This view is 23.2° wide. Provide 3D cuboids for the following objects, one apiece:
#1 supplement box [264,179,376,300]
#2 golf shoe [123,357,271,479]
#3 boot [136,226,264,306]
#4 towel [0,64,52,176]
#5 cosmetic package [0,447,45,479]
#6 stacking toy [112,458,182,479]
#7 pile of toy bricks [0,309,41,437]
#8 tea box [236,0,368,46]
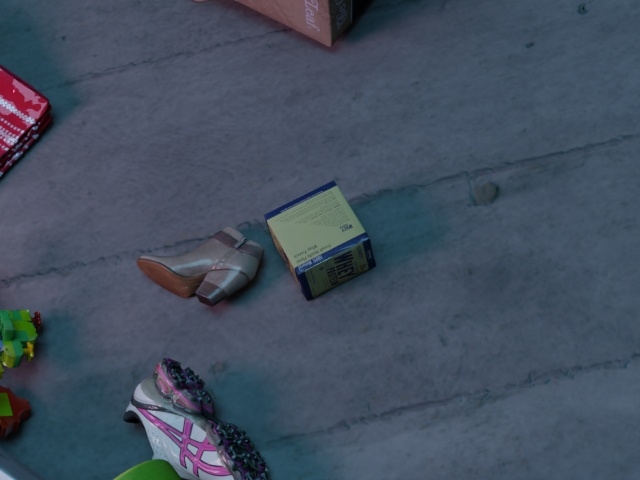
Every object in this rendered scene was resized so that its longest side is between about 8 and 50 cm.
[{"bbox_3d":[0.000,0.000,1.590,0.083,0.056,0.083,-27,58,-7],"label":"supplement box"},{"bbox_3d":[-0.116,0.203,1.491,0.086,0.067,0.186,-49,60,11],"label":"golf shoe"},{"bbox_3d":[-0.120,0.019,1.615,0.118,0.042,0.087,27,61,23],"label":"boot"},{"bbox_3d":[-0.453,-0.107,1.715,0.199,0.031,0.275,38,71,5],"label":"towel"},{"bbox_3d":[-0.374,0.274,1.408,0.224,0.138,0.224,32,83,20],"label":"cosmetic package"},{"bbox_3d":[-0.168,0.335,1.294,0.309,0.279,0.130,-42,70,-16],"label":"stacking toy"},{"bbox_3d":[-0.333,0.091,1.581,0.105,0.118,0.212,0,42,-27],"label":"pile of toy bricks"},{"bbox_3d":[0.003,-0.455,1.693,0.220,0.329,0.323,28,64,18],"label":"tea box"}]
